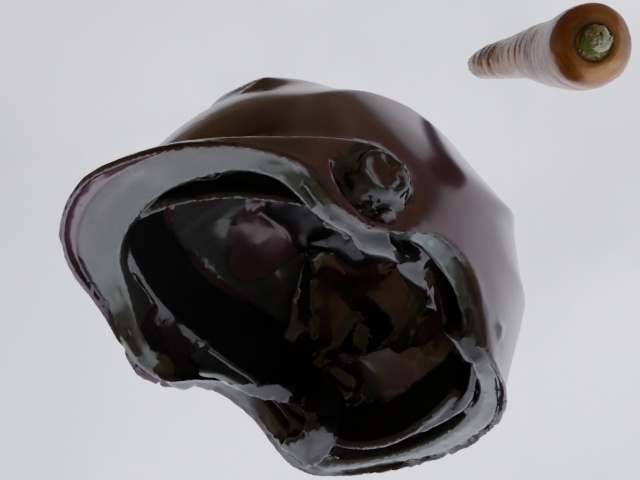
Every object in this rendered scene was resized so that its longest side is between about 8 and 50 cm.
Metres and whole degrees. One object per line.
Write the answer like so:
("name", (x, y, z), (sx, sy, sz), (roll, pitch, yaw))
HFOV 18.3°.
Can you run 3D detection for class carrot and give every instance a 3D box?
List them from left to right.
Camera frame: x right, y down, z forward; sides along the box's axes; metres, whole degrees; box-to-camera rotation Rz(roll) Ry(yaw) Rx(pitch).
("carrot", (0.166, -0.136, 1.472), (0.061, 0.061, 0.256), (-41, -171, -11))

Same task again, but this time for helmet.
("helmet", (0.000, 0.000, 1.393), (0.271, 0.338, 0.197), (-38, -160, 44))
